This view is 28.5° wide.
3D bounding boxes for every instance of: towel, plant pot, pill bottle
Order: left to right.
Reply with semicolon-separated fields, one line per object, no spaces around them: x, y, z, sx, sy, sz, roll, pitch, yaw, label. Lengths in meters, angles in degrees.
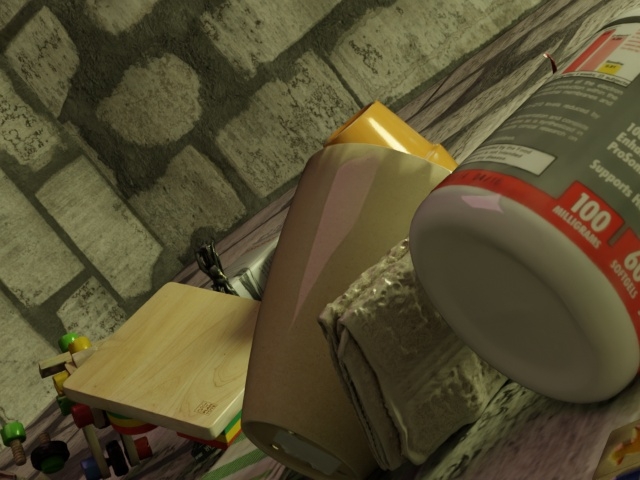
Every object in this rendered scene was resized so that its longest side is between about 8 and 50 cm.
-0.063;0.250;1.462;0.248;0.038;0.325;-33;12;48;towel
0.040;0.090;1.230;0.256;0.256;0.274;-26;32;60;plant pot
0.111;-0.142;2.266;0.205;0.188;0.205;-39;8;6;plant pot
0.123;0.057;1.110;0.049;0.187;0.282;16;49;45;towel
0.259;-0.059;1.022;0.363;0.210;0.210;-44;9;-23;pill bottle

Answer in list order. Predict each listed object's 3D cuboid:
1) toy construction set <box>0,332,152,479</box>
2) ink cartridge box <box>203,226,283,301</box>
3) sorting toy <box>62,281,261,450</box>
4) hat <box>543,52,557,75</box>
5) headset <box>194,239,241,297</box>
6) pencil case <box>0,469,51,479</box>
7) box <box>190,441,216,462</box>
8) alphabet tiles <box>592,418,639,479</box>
-0.323;0.205;1.963;0.308;0.237;0.257;-29;-29;5;toy construction set
-0.148;0.131;2.175;0.307;0.129;0.223;-44;8;-25;ink cartridge box
-0.178;0.185;1.767;0.255;0.089;0.257;11;39;30;sorting toy
0.266;-0.126;1.457;0.208;0.183;0.173;-33;10;42;hat
0.000;0.000;2.013;0.394;0.185;0.243;-31;4;-21;headset
-0.487;0.438;1.935;0.183;0.160;0.410;-43;8;-19;pencil case
-0.149;0.275;1.781;0.067;0.018;0.083;-39;8;6;box
0.221;0.159;0.713;0.342;0.011;0.285;-34;10;39;alphabet tiles
